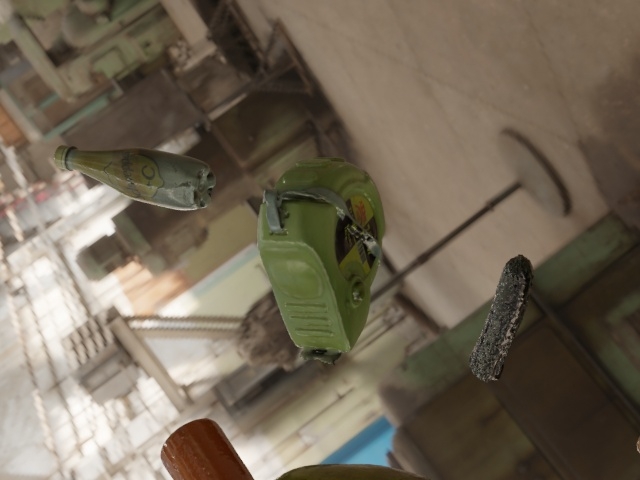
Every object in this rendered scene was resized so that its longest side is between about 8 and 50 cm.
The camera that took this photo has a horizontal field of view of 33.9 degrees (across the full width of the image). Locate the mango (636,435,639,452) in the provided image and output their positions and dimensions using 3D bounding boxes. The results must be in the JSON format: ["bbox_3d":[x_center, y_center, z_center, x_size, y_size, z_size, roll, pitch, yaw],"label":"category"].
[{"bbox_3d":[0.563,0.190,1.412,0.201,0.350,0.199,24,152,50],"label":"mango"}]

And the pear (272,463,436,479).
[{"bbox_3d":[0.057,0.415,1.341,0.287,0.375,0.287,59,-173,-12],"label":"pear"}]

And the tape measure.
[{"bbox_3d":[0.000,0.000,1.130,0.106,0.175,0.200,0,129,31],"label":"tape measure"}]

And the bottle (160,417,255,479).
[{"bbox_3d":[-0.081,0.252,0.971,0.187,0.069,0.069,50,173,37],"label":"bottle"}]

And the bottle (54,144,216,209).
[{"bbox_3d":[-0.291,-0.104,1.608,0.269,0.083,0.083,11,155,22],"label":"bottle"}]

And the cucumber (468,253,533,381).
[{"bbox_3d":[0.307,0.121,1.731,0.067,0.067,0.245,48,135,41],"label":"cucumber"}]
